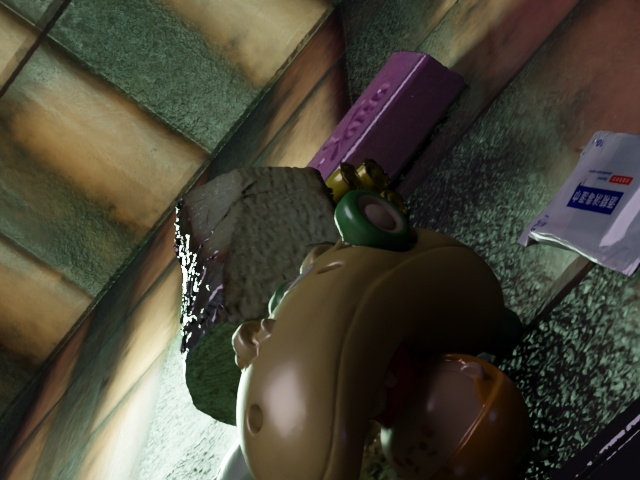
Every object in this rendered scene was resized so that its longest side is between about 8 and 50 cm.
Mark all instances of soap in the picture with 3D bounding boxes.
[{"bbox_3d":[0.070,-0.131,1.587,0.259,0.081,0.181,-53,14,2],"label":"soap"}]

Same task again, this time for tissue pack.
[{"bbox_3d":[0.232,-0.036,0.958,0.122,0.026,0.193,-55,14,-3],"label":"tissue pack"}]

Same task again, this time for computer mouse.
[{"bbox_3d":[-0.073,0.234,1.243,0.182,0.056,0.089,-48,11,24],"label":"computer mouse"}]

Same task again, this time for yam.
[{"bbox_3d":[-0.059,0.048,1.228,0.271,0.202,0.201,-103,22,-44],"label":"yam"}]

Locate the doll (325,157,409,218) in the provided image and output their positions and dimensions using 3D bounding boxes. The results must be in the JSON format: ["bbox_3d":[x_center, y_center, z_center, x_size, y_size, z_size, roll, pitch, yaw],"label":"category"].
[{"bbox_3d":[0.000,0.000,1.432,0.221,0.143,0.135,-38,-9,32],"label":"doll"}]

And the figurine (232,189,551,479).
[{"bbox_3d":[0.054,0.099,0.847,0.124,0.222,0.324,-51,0,31],"label":"figurine"}]

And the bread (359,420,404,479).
[{"bbox_3d":[0.037,0.137,1.025,0.138,0.102,0.196,-43,16,29],"label":"bread"}]

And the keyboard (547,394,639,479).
[{"bbox_3d":[0.158,0.169,0.730,0.310,0.018,0.101,-49,17,19],"label":"keyboard"}]
